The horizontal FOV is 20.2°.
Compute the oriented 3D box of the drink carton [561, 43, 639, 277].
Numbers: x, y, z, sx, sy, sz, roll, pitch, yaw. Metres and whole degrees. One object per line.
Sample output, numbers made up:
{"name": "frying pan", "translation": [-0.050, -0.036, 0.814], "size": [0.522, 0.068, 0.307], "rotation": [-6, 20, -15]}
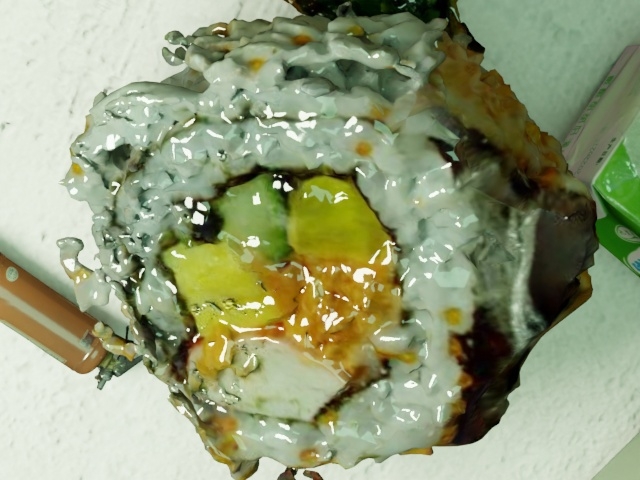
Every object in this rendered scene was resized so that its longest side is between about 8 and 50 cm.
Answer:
{"name": "drink carton", "translation": [0.332, -0.029, 1.480], "size": [0.271, 0.108, 0.161], "rotation": [39, 76, -17]}

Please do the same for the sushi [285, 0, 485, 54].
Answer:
{"name": "sushi", "translation": [0.014, -0.242, 1.373], "size": [0.287, 0.140, 0.149], "rotation": [40, 103, -18]}

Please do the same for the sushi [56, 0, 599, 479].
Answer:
{"name": "sushi", "translation": [-0.004, -0.002, 1.376], "size": [0.417, 0.176, 0.417], "rotation": [4, 123, 6]}

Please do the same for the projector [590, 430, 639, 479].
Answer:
{"name": "projector", "translation": [0.313, 0.276, 1.553], "size": [0.177, 0.163, 0.242], "rotation": [40, 98, -18]}

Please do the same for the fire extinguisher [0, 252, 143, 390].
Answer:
{"name": "fire extinguisher", "translation": [-0.221, 0.063, 1.470], "size": [0.177, 0.050, 0.062], "rotation": [35, 59, -17]}
